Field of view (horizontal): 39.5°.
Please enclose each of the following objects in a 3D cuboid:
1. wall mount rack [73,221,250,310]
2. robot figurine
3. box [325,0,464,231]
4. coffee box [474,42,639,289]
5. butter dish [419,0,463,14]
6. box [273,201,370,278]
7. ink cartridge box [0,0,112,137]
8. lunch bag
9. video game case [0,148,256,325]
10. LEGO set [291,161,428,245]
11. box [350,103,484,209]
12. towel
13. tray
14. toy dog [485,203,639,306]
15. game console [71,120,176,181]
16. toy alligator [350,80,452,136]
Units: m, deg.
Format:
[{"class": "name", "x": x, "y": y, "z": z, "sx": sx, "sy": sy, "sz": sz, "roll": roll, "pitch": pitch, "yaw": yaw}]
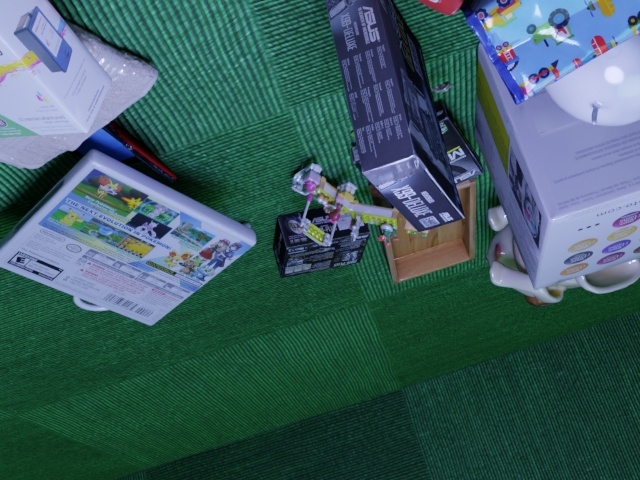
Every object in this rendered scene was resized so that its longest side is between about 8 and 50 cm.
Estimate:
[{"class": "wall mount rack", "x": -0.290, "y": 0.020, "z": 1.672, "sx": 0.350, "sy": 0.130, "sz": 0.304, "roll": -27, "pitch": 150, "yaw": 21}, {"class": "robot figurine", "x": 0.447, "y": -0.301, "z": 1.264, "sx": 0.353, "sy": 0.300, "sz": 0.199, "roll": -43, "pitch": 129, "yaw": -14}, {"class": "box", "x": 0.102, "y": -0.194, "z": 1.244, "sx": 0.077, "sy": 0.307, "sz": 0.242, "roll": -18, "pitch": 156, "yaw": 17}, {"class": "coffee box", "x": 0.473, "y": -0.163, "z": 1.508, "sx": 0.338, "sy": 0.338, "sz": 0.334, "roll": -17, "pitch": 156, "yaw": 1}, {"class": "butter dish", "x": 0.138, "y": -0.387, "z": 1.103, "sx": 0.160, "sy": 0.118, "sz": 0.160, "roll": 30, "pitch": 152, "yaw": 3}, {"class": "box", "x": 0.000, "y": 0.000, "z": 1.859, "sx": 0.180, "sy": 0.077, "sz": 0.147, "roll": -11, "pitch": 155, "yaw": -12}, {"class": "ink cartridge box", "x": -0.371, "y": -0.219, "z": 1.034, "sx": 0.154, "sy": 0.093, "sz": 0.212, "roll": 1, "pitch": 147, "yaw": 25}, {"class": "lunch bag", "x": 0.294, "y": -0.332, "z": 1.157, "sx": 0.221, "sy": 0.293, "sz": 0.138, "roll": -30, "pitch": 115, "yaw": 15}, {"class": "video game case", "x": -0.327, "y": 0.009, "z": 1.493, "sx": 0.329, "sy": 0.036, "sz": 0.300, "roll": 29, "pitch": 128, "yaw": -36}, {"class": "LEGO set", "x": 0.063, "y": -0.036, "z": 1.677, "sx": 0.287, "sy": 0.107, "sz": 0.132, "roll": 24, "pitch": 157, "yaw": -19}, {"class": "box", "x": 0.179, "y": -0.146, "z": 1.636, "sx": 0.191, "sy": 0.045, "sz": 0.184, "roll": -24, "pitch": 139, "yaw": 18}, {"class": "towel", "x": -0.388, "y": -0.193, "z": 1.239, "sx": 0.282, "sy": 0.049, "sz": 0.187, "roll": -30, "pitch": 152, "yaw": 26}, {"class": "tray", "x": 0.230, "y": -0.036, "z": 1.941, "sx": 0.203, "sy": 0.076, "sz": 0.411, "roll": -18, "pitch": 155, "yaw": 2}, {"class": "toy dog", "x": 0.538, "y": -0.004, "z": 1.965, "sx": 0.396, "sy": 0.284, "sz": 0.408, "roll": -9, "pitch": 170, "yaw": -27}, {"class": "game console", "x": -0.316, "y": -0.126, "z": 1.389, "sx": 0.085, "sy": 0.124, "sz": 0.144, "roll": -47, "pitch": 152, "yaw": 1}, {"class": "toy alligator", "x": 0.123, "y": -0.234, "z": 1.484, "sx": 0.190, "sy": 0.056, "sz": 0.051, "roll": -26, "pitch": 113, "yaw": 20}]
